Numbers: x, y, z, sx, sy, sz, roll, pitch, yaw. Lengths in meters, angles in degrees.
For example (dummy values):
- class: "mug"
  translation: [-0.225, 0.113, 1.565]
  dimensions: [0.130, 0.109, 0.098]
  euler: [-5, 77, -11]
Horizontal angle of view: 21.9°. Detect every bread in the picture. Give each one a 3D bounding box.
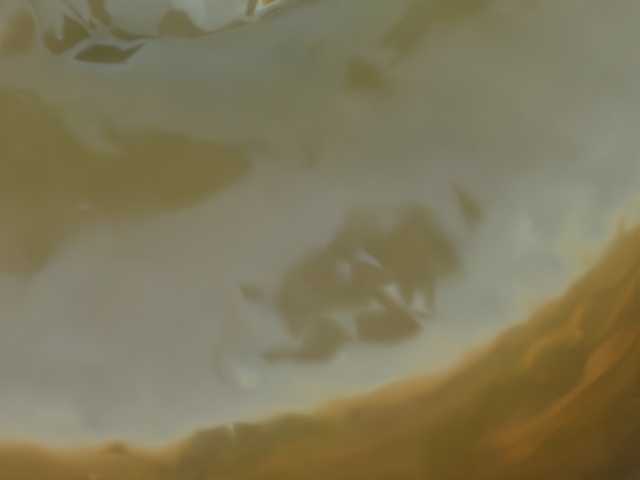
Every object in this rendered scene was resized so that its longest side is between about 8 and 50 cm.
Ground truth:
- class: "bread"
  translation: [0.000, 0.000, 0.517]
  dimensions: [0.348, 0.253, 0.376]
  euler: [-38, -12, -14]
